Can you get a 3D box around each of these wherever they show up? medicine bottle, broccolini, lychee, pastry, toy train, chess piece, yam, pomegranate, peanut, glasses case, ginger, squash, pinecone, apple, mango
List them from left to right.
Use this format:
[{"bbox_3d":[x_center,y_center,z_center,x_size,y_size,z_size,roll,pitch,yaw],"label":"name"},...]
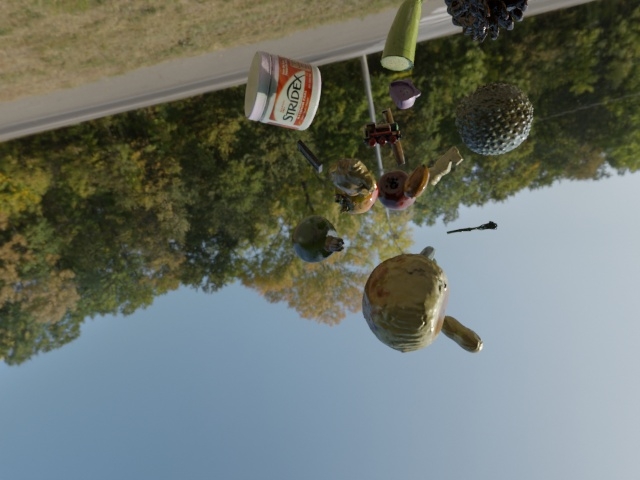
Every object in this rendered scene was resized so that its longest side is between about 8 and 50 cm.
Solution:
[{"bbox_3d":[-0.149,-0.572,1.569,0.241,0.252,0.252,6,-167,-21],"label":"medicine bottle"},{"bbox_3d":[0.000,0.000,1.473,0.210,0.180,0.180,10,-150,37],"label":"pomegranate"},{"bbox_3d":[0.102,-0.216,1.381,0.102,0.157,0.216,-58,-162,-12],"label":"ginger"},{"bbox_3d":[0.163,-0.223,1.921,0.235,0.210,0.210,-40,-150,-28],"label":"pomegranate"},{"bbox_3d":[0.218,-0.380,1.445,0.138,0.087,0.050,-7,-162,4],"label":"toy train"},{"bbox_3d":[0.333,-0.469,1.851,0.046,0.264,0.046,-18,-161,6],"label":"yam"},{"bbox_3d":[0.413,-0.274,2.227,0.234,0.234,0.234,-13,-160,5],"label":"apple"},{"bbox_3d":[0.320,0.229,1.570,0.313,0.388,0.388,10,-151,26],"label":"pastry"},{"bbox_3d":[0.242,-0.588,1.118,0.094,0.224,0.094,17,-178,-1],"label":"squash"},{"bbox_3d":[0.333,-0.204,1.409,0.077,0.127,0.063,41,-155,27],"label":"mango"},{"bbox_3d":[0.440,0.103,1.775,0.178,0.045,0.067,-56,-158,-6],"label":"glasses case"},{"bbox_3d":[0.613,-0.374,2.028,0.200,0.090,0.090,-45,-177,31],"label":"chess piece"},{"bbox_3d":[0.600,0.403,1.757,0.214,0.090,0.098,34,-178,31],"label":"peanut"},{"bbox_3d":[0.676,-0.048,1.813,0.218,0.042,0.044,-13,-171,9],"label":"broccolini"},{"bbox_3d":[0.624,-0.439,1.468,0.255,0.255,0.274,7,173,45],"label":"lychee"},{"bbox_3d":[0.682,-1.012,1.597,0.398,0.397,0.398,-13,-160,5],"label":"pinecone"}]

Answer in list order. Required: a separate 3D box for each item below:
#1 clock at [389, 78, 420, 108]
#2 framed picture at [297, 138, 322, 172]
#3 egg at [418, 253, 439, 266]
[{"bbox_3d":[0.380,-0.665,1.840,0.110,0.050,0.152,-18,-124,-4],"label":"clock"},{"bbox_3d":[-0.054,-0.423,2.052,0.023,0.168,0.128,-40,176,-4],"label":"framed picture"},{"bbox_3d":[0.550,0.155,2.173,0.169,0.169,0.236,-10,174,11],"label":"egg"}]
